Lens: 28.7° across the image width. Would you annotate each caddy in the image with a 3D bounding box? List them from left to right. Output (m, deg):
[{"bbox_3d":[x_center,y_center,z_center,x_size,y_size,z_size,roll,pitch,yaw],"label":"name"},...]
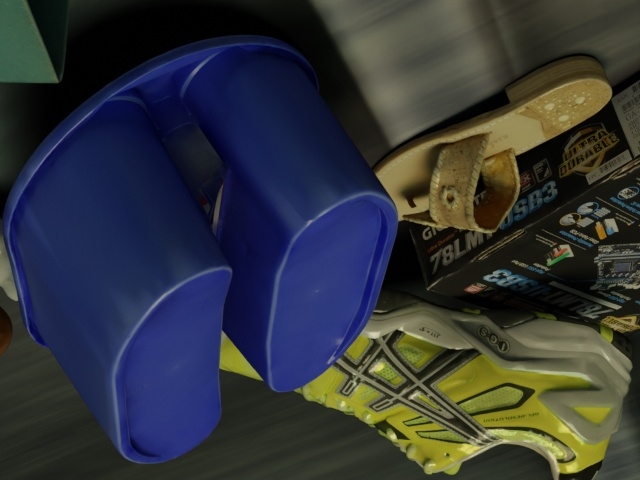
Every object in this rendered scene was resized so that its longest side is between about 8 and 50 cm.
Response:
[{"bbox_3d":[-0.090,0.003,0.882,0.241,0.179,0.341,-28,156,-22],"label":"caddy"}]

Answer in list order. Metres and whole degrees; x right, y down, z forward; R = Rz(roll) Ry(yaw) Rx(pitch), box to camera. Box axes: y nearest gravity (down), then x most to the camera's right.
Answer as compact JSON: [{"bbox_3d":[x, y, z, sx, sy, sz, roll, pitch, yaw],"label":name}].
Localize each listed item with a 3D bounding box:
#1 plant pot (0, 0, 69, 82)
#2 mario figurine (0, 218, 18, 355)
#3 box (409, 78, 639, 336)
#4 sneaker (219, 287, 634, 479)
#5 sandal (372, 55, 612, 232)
[{"bbox_3d":[-0.241,-0.173,0.539,0.234,0.166,0.166,-4,150,2],"label":"plant pot"},{"bbox_3d":[-0.296,0.046,0.860,0.170,0.198,0.320,15,156,6],"label":"mario figurine"},{"bbox_3d":[0.281,-0.019,1.077,0.293,0.073,0.295,-33,145,34],"label":"box"},{"bbox_3d":[0.073,0.125,1.088,0.384,0.147,0.145,6,170,10],"label":"sneaker"},{"bbox_3d":[0.124,-0.046,0.963,0.240,0.079,0.088,-33,144,33],"label":"sandal"}]
